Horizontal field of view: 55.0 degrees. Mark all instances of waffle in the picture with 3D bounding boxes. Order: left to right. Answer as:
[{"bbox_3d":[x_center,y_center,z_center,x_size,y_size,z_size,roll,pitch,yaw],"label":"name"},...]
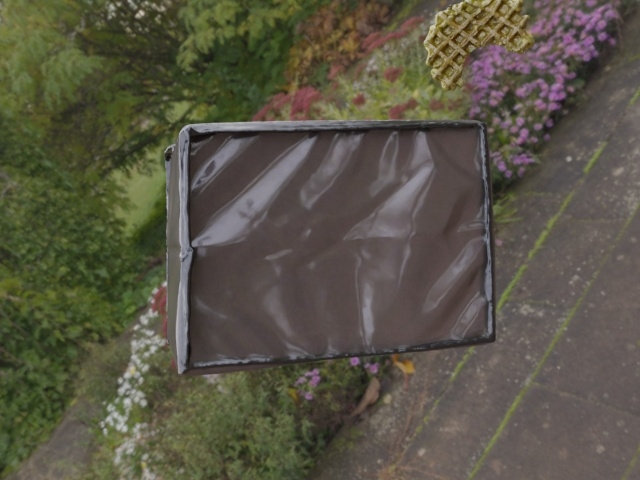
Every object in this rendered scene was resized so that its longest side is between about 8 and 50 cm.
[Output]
[{"bbox_3d":[0.285,-0.365,1.126,0.194,0.149,0.051,-14,9,15],"label":"waffle"}]

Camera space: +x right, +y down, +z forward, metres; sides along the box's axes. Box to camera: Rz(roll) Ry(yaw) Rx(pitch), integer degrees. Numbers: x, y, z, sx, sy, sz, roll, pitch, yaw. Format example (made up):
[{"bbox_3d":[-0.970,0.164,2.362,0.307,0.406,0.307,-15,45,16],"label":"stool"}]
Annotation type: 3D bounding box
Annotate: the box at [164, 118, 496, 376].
[{"bbox_3d":[0.000,0.000,0.509,0.153,0.252,0.188,170,99,-76],"label":"box"}]
